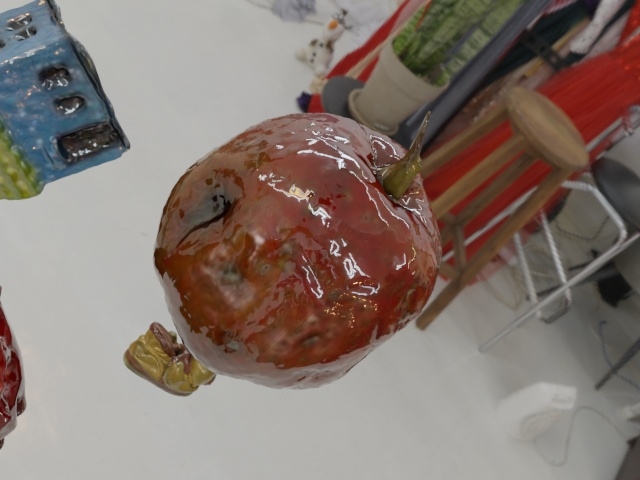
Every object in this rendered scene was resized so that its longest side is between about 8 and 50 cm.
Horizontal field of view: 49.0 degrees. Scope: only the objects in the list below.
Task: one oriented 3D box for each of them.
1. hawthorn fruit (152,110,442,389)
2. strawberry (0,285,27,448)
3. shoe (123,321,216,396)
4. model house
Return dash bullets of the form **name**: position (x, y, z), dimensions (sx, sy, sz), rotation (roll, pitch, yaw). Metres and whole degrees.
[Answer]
- **hawthorn fruit**: position (-0.017, 0.012, 0.656), dimensions (0.261, 0.258, 0.258), rotation (-8, 48, 7)
- **strawberry**: position (-0.398, 0.058, 0.559), dimensions (0.295, 0.317, 0.345), rotation (44, 21, -42)
- **shoe**: position (-0.172, 0.142, 0.825), dimensions (0.109, 0.069, 0.072), rotation (34, 18, -7)
- **model house**: position (-0.489, -0.211, 1.093), dimensions (0.303, 0.237, 0.215), rotation (-24, 47, -10)
